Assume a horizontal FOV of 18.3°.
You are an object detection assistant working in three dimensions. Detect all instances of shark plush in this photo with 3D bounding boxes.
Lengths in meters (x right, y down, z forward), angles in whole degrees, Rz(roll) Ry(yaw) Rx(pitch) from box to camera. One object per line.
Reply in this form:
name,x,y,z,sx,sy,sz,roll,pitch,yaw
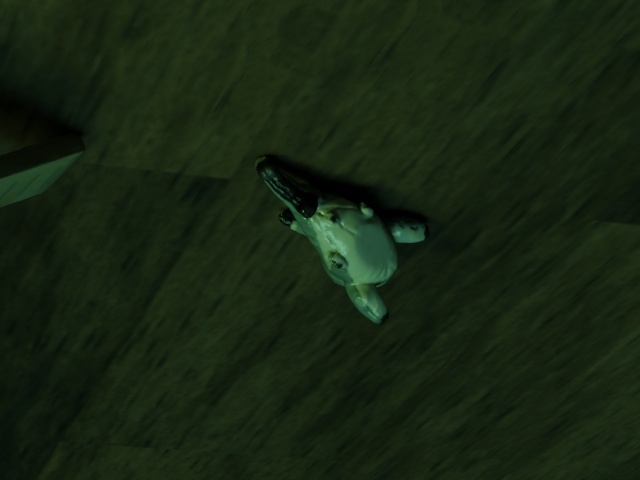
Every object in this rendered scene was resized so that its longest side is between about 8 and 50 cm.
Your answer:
shark plush,0.000,0.000,1.264,0.067,0.073,0.161,17,175,37

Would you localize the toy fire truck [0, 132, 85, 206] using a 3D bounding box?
toy fire truck,-0.270,-0.025,1.102,0.246,0.158,0.217,29,141,-32
